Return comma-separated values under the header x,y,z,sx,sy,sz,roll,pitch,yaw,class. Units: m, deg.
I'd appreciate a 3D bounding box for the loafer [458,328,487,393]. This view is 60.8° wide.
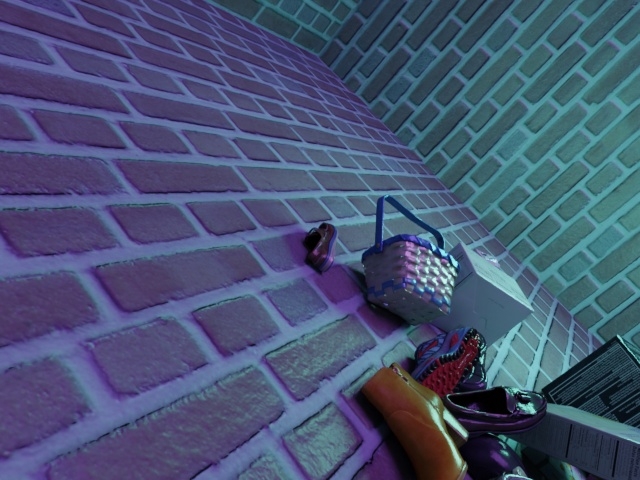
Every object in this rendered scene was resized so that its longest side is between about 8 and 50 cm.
x,y,z,sx,sy,sz,roll,pitch,yaw,class
0.361,0.320,1.357,0.109,0.095,0.302,1,16,13,loafer

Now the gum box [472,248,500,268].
x,y,z,sx,sy,sz,roll,pitch,yaw,class
0.486,0.114,1.780,0.107,0.188,0.062,17,33,-46,gum box

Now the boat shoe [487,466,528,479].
x,y,z,sx,sy,sz,roll,pitch,yaw,class
0.393,0.541,1.012,0.233,0.079,0.084,61,13,7,boat shoe

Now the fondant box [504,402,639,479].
x,y,z,sx,sy,sz,roll,pitch,yaw,class
0.610,0.442,1.185,0.238,0.096,0.330,15,-5,-29,fondant box

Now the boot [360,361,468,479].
x,y,z,sx,sy,sz,roll,pitch,yaw,class
0.151,0.334,0.962,0.211,0.104,0.295,40,19,10,boot

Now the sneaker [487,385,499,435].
x,y,z,sx,sy,sz,roll,pitch,yaw,class
0.386,0.380,1.227,0.051,0.089,0.170,21,-6,15,sneaker

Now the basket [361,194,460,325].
x,y,z,sx,sy,sz,roll,pitch,yaw,class
0.227,0.049,1.404,0.254,0.201,0.289,32,56,-28,basket

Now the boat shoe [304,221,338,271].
x,y,z,sx,sy,sz,roll,pitch,yaw,class
0.000,0.000,1.331,0.066,0.066,0.183,34,24,-18,boat shoe

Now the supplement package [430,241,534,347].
x,y,z,sx,sy,sz,roll,pitch,yaw,class
0.434,0.168,1.575,0.261,0.204,0.145,31,27,-28,supplement package

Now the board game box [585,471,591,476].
x,y,z,sx,sy,sz,roll,pitch,yaw,class
0.720,0.586,1.432,0.194,0.060,0.194,59,7,25,board game box

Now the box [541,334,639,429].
x,y,z,sx,sy,sz,roll,pitch,yaw,class
0.879,0.500,1.607,0.182,0.296,0.294,28,27,-33,box

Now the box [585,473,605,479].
x,y,z,sx,sy,sz,roll,pitch,yaw,class
0.648,0.589,1.117,0.243,0.117,0.213,17,16,-47,box

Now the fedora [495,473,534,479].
x,y,z,sx,sy,sz,roll,pitch,yaw,class
0.351,0.472,0.856,0.275,0.124,0.243,35,5,11,fedora

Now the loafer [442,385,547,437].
x,y,z,sx,sy,sz,roll,pitch,yaw,class
0.363,0.346,1.130,0.267,0.084,0.096,-4,28,-19,loafer

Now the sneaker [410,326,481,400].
x,y,z,sx,sy,sz,roll,pitch,yaw,class
0.259,0.285,1.231,0.261,0.125,0.104,-25,100,-44,sneaker

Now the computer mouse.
x,y,z,sx,sy,sz,roll,pitch,yaw,class
0.398,0.484,1.117,0.272,0.072,0.188,42,23,-2,computer mouse

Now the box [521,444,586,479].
x,y,z,sx,sy,sz,roll,pitch,yaw,class
0.581,0.547,1.356,0.186,0.038,0.145,47,23,8,box
